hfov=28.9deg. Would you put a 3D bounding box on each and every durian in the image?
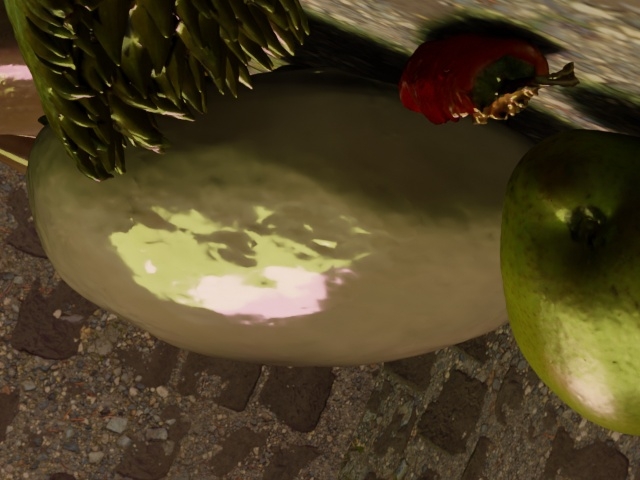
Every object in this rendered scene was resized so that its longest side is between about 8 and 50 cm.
[{"bbox_3d":[-0.116,-0.154,0.696,0.198,0.163,0.394,60,178,1],"label":"durian"}]

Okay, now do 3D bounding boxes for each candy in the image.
[{"bbox_3d":[0.000,0.000,0.979,0.427,0.186,0.386,-5,162,21],"label":"candy"}]

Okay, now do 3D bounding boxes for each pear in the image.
[{"bbox_3d":[0.195,0.021,0.739,0.187,0.187,0.219,23,161,45],"label":"pear"}]

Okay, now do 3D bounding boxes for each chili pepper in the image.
[{"bbox_3d":[0.077,-0.088,0.668,0.050,0.059,0.268,60,177,-11],"label":"chili pepper"}]

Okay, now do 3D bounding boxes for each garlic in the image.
[{"bbox_3d":[-0.276,-0.150,1.371,0.340,0.246,0.231,38,164,-23],"label":"garlic"}]

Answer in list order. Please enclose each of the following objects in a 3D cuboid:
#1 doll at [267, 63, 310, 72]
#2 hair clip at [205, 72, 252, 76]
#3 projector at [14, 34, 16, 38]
[{"bbox_3d":[0.019,-0.084,1.219,0.151,0.151,0.287,23,176,36],"label":"doll"},{"bbox_3d":[-0.098,-0.170,1.381,0.173,0.072,0.046,8,-173,-40],"label":"hair clip"},{"bbox_3d":[-0.176,-0.175,0.968,0.082,0.083,0.083,22,-179,10],"label":"projector"}]
